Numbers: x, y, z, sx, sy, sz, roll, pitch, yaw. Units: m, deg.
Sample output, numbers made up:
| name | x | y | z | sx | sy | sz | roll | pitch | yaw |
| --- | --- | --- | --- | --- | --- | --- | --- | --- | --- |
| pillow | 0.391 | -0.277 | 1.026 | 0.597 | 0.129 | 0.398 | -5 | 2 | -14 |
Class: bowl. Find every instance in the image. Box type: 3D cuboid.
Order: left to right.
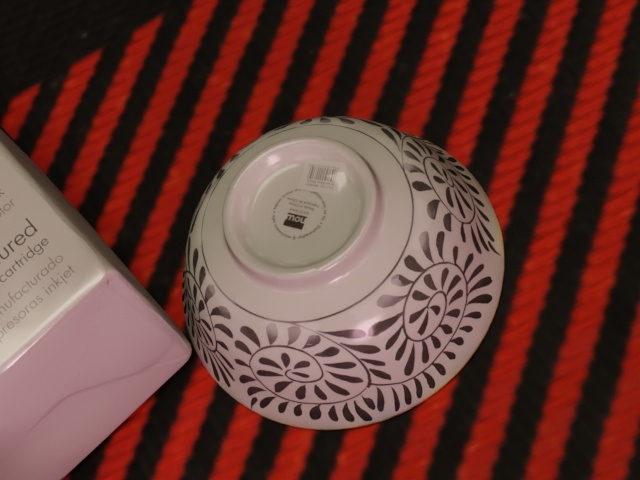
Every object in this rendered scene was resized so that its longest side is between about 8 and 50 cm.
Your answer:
| name | x | y | z | sx | sy | sz | roll | pitch | yaw |
| --- | --- | --- | --- | --- | --- | --- | --- | --- | --- |
| bowl | 0.000 | 0.000 | 0.643 | 0.170 | 0.080 | 0.170 | -6 | 65 | 13 |

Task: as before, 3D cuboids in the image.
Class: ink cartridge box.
| name | x | y | z | sx | sy | sz | roll | pitch | yaw |
| --- | --- | --- | --- | --- | --- | --- | --- | --- | --- |
| ink cartridge box | -0.259 | -0.005 | 0.699 | 0.207 | 0.119 | 0.353 | -43 | 61 | -5 |
